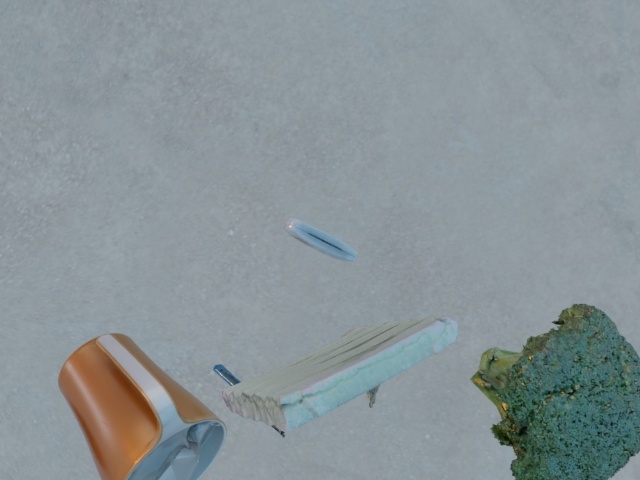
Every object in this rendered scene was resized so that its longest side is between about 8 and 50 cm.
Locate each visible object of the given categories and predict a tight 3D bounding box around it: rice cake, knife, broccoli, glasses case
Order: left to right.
[{"bbox_3d":[-0.186,0.416,1.543,0.044,0.296,0.026,-24,137,-44],"label":"knife"},{"bbox_3d":[0.000,0.000,1.259,0.178,0.067,0.045,27,86,-19],"label":"glasses case"},{"bbox_3d":[0.014,0.133,0.607,0.198,0.189,0.037,-22,90,-31],"label":"rice cake"},{"bbox_3d":[0.374,0.245,0.927,0.307,0.275,0.308,-19,119,-39],"label":"broccoli"}]

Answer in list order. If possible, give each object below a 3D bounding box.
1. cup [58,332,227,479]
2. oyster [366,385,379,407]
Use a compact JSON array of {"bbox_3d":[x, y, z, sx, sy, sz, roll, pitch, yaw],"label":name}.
[{"bbox_3d":[-0.274,0.252,0.868,0.182,0.264,0.226,-26,141,-37],"label":"cup"},{"bbox_3d":[0.111,0.209,1.058,0.106,0.061,0.200,56,40,-40],"label":"oyster"}]
